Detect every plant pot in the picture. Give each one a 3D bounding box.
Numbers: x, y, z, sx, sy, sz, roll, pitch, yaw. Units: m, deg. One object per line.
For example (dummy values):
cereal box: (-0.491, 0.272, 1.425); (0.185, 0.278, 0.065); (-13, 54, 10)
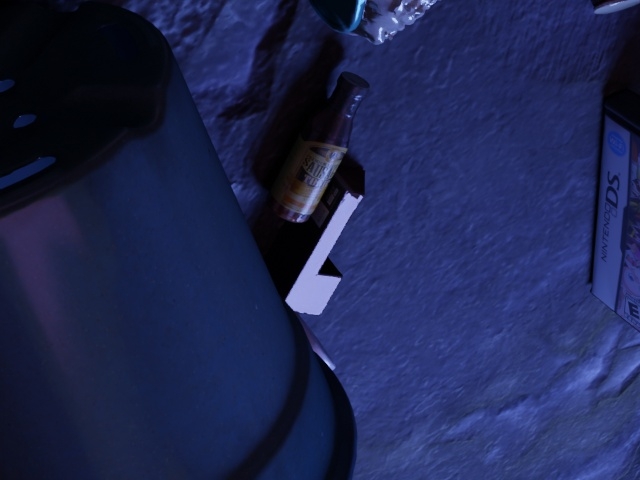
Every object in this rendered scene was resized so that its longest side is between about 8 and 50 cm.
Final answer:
plant pot: (-0.173, 0.046, 0.916); (0.341, 0.341, 0.334); (-24, 128, -12)

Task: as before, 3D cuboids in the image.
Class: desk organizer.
desk organizer: (0.000, 0.000, 1.169); (0.050, 0.047, 0.130); (8, 122, -40)

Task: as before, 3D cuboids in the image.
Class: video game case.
video game case: (0.353, 0.029, 1.252); (0.035, 0.275, 0.248); (-27, 137, -22)

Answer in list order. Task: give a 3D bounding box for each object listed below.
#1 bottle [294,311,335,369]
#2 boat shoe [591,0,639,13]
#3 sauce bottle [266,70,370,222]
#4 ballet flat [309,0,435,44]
bottle: (-0.118, 0.167, 1.204); (0.283, 0.092, 0.118); (-36, 141, -1)
boat shoe: (0.283, -0.227, 1.157); (0.137, 0.049, 0.043); (-23, 93, -11)
sauce bottle: (-0.001, -0.075, 1.107); (0.042, 0.042, 0.128); (7, 122, -36)
ballet flat: (0.063, -0.287, 0.816); (0.147, 0.147, 0.409); (-20, 152, -17)
